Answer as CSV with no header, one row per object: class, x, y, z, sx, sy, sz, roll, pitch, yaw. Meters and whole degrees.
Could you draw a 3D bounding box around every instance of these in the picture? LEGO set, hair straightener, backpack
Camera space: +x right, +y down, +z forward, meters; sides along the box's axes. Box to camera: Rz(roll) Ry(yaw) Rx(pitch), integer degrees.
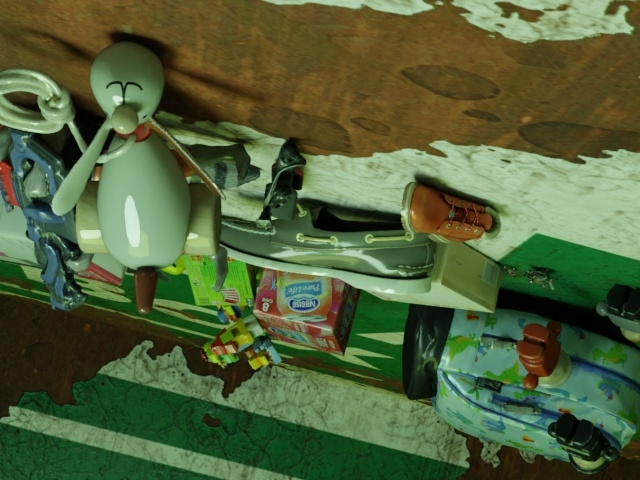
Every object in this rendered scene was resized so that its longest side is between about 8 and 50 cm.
LEGO set,0.282,0.044,1.995,0.083,0.023,0.054,23,172,28
hair straightener,-0.041,-0.053,1.731,0.047,0.089,0.230,17,168,-5
backpack,0.306,0.201,2.229,0.356,0.273,0.290,2,162,-1

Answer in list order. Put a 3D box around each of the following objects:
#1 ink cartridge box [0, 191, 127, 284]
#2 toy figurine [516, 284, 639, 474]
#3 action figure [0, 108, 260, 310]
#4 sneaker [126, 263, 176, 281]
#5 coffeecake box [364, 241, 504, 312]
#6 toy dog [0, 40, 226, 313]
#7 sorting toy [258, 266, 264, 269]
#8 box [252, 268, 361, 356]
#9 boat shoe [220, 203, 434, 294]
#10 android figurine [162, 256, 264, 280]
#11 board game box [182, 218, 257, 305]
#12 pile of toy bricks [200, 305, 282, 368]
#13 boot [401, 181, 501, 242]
ink cartridge box,-0.448,-0.043,2.170,0.306,0.131,0.226,7,166,26
toy figurine,0.384,0.185,1.994,0.210,0.213,0.148,-28,150,8
action figure,-0.257,-0.050,1.816,0.330,0.178,0.341,18,144,4
sneaker,-0.309,0.019,2.272,0.170,0.051,0.089,9,158,26
coffeecake box,0.129,0.040,2.024,0.185,0.068,0.142,5,166,38
toy dog,-0.195,-0.045,1.548,0.220,0.161,0.333,-13,148,17
sorting toy,-0.111,0.047,2.491,0.083,0.012,0.062,7,172,17
box,-0.016,0.092,2.314,0.128,0.122,0.257,14,169,7
boat shoe,0.002,-0.001,1.931,0.305,0.091,0.109,11,-169,20
android figurine,-0.208,0.015,2.356,0.273,0.056,0.248,22,166,-26
board game box,-0.150,0.034,2.214,0.092,0.043,0.181,-1,148,5
pile of toy bricks,-0.140,0.156,2.326,0.118,0.105,0.212,59,177,-24
boot,0.149,-0.031,1.705,0.085,0.059,0.158,4,173,30
